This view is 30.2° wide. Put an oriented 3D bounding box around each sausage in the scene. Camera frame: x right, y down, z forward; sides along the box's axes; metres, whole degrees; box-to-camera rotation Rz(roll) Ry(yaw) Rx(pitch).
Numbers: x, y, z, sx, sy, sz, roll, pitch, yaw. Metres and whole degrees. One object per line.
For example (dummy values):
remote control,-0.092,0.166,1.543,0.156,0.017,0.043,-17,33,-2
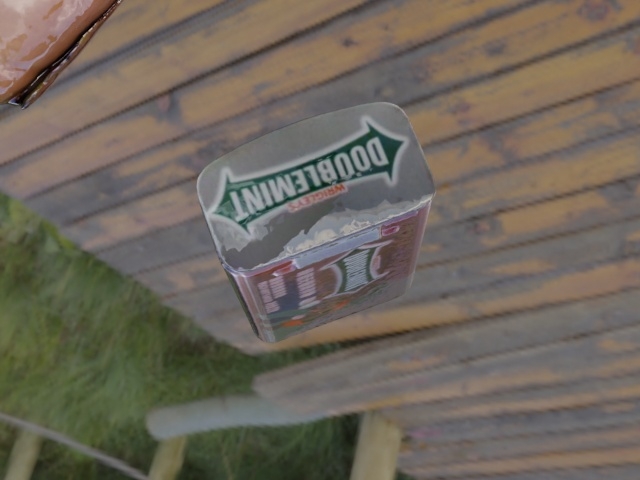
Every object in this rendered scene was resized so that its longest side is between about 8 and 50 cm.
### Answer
sausage,-0.050,-0.110,0.346,0.040,0.177,0.047,42,176,-26

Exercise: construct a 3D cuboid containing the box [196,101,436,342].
box,0.000,0.000,0.693,0.120,0.069,0.224,-21,166,-2
